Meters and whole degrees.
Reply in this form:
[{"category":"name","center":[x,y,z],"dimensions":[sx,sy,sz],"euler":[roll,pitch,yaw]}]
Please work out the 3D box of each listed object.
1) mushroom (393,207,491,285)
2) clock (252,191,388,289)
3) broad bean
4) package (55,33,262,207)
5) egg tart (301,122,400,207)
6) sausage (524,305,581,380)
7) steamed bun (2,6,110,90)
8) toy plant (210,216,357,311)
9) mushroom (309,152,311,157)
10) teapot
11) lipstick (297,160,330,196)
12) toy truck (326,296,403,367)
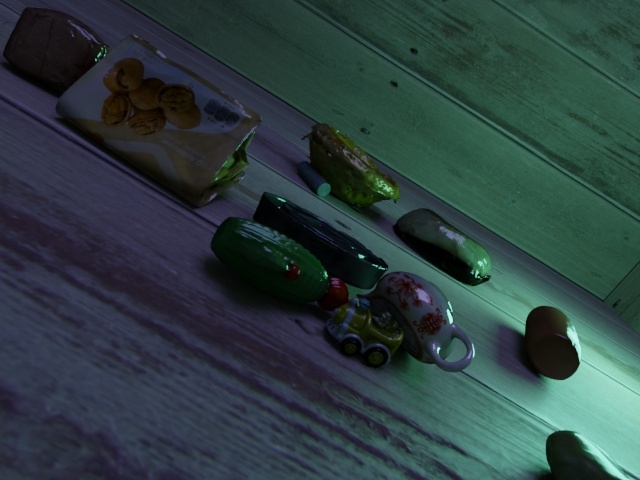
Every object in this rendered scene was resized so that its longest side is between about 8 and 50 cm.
[{"category":"mushroom","center":[0.405,0.003,1.511],"dimensions":[0.344,0.129,0.248],"euler":[42,25,26]},{"category":"clock","center":[0.000,0.000,0.892],"dimensions":[0.281,0.055,0.280],"euler":[31,8,-5]},{"category":"broad bean","center":[0.389,0.350,0.639],"dimensions":[0.169,0.100,0.228],"euler":[45,8,12]},{"category":"package","center":[-0.299,-0.207,0.915],"dimensions":[0.311,0.221,0.165],"euler":[31,-22,3]},{"category":"egg tart","center":[0.097,-0.232,1.553],"dimensions":[0.388,0.169,0.388],"euler":[35,17,-12]},{"category":"sausage","center":[0.578,0.245,1.173],"dimensions":[0.121,0.121,0.304],"euler":[37,18,15]},{"category":"steamed bun","center":[-0.526,-0.383,0.948],"dimensions":[0.175,0.144,0.106],"euler":[27,3,-7]},{"category":"toy plant","center":[-0.057,0.042,0.714],"dimensions":[0.155,0.088,0.240],"euler":[22,-7,43]},{"category":"mushroom","center":[0.000,-0.336,1.823],"dimensions":[0.083,0.084,0.067],"euler":[42,-20,28]},{"category":"teapot","center":[0.157,0.127,0.749],"dimensions":[0.116,0.159,0.245],"euler":[-18,21,-16]},{"category":"lipstick","center":[-0.022,-0.191,1.437],"dimensions":[0.048,0.048,0.158],"euler":[18,23,-38]},{"category":"toy truck","center":[0.068,0.129,0.695],"dimensions":[0.111,0.076,0.076],"euler":[29,19,-13]}]
